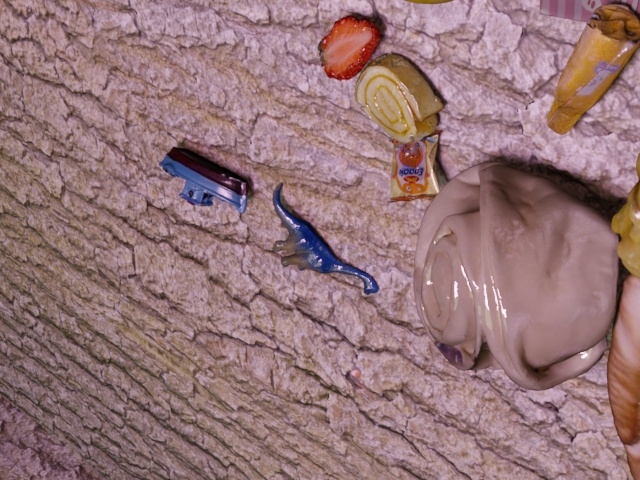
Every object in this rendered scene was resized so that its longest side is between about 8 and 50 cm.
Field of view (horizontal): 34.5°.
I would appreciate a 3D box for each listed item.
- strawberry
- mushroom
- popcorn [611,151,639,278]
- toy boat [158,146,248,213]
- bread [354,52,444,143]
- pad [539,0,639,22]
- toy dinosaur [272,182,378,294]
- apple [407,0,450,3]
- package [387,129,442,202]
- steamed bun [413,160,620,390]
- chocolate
[{"bbox_3d":[0.051,-0.318,1.706,0.152,0.048,0.103,-13,80,50],"label":"strawberry"},{"bbox_3d":[0.555,0.200,1.556,0.397,0.224,0.314,58,152,-1],"label":"mushroom"},{"bbox_3d":[0.505,-0.021,1.346,0.256,0.195,0.255,11,135,58],"label":"popcorn"},{"bbox_3d":[-0.236,-0.112,2.097,0.223,0.100,0.097,28,106,27],"label":"toy boat"},{"bbox_3d":[0.130,-0.232,1.701,0.156,0.064,0.117,48,145,1],"label":"bread"},{"bbox_3d":[0.429,-0.368,1.362,0.300,0.005,0.202,20,132,31],"label":"pad"},{"bbox_3d":[0.000,0.000,2.021,0.188,0.075,0.247,-5,111,34],"label":"toy dinosaur"},{"bbox_3d":[0.145,-0.443,1.398,0.246,0.226,0.246,22,130,29],"label":"apple"},{"bbox_3d":[0.159,-0.124,1.746,0.108,0.031,0.120,-2,86,44],"label":"package"},{"bbox_3d":[0.274,0.069,1.589,0.368,0.255,0.342,28,133,57],"label":"steamed bun"},{"bbox_3d":[0.381,-0.232,1.464,0.086,0.085,0.219,38,147,14],"label":"chocolate"}]
